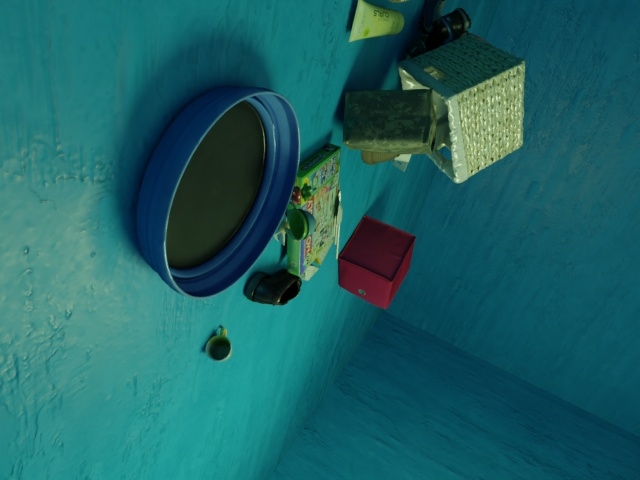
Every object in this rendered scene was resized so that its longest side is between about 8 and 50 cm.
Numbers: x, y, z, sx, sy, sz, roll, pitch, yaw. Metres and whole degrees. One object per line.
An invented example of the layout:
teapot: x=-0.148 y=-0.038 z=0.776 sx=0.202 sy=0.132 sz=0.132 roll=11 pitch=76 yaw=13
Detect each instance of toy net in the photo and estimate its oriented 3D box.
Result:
toy net: x=-0.081 y=-0.051 z=1.018 sx=0.045 sy=0.232 sz=0.122 roll=-12 pitch=88 yaw=-31

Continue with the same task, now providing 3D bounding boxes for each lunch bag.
lunch bag: x=0.210 y=-0.329 z=1.270 sx=0.287 sy=0.235 sz=0.169 roll=-9 pitch=103 yaw=-74

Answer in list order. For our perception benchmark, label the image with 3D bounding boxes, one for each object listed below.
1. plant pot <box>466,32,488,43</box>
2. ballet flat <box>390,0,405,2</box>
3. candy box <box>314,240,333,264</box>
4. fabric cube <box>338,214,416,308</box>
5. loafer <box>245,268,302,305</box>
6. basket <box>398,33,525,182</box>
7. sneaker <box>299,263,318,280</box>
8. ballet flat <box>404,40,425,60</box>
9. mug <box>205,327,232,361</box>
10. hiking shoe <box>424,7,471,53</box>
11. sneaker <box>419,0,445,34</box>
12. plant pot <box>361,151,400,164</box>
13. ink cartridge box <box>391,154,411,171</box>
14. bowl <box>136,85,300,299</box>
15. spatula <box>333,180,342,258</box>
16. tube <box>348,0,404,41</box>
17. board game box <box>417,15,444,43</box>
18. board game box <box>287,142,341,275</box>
plant pot: x=0.592 y=-0.707 z=1.907 sx=0.243 sy=0.274 sz=0.275 roll=-56 pitch=163 yaw=2
ballet flat: x=0.223 y=-0.778 z=0.935 sx=0.182 sy=0.163 sz=0.483 roll=-78 pitch=-178 yaw=-45
candy box: x=0.000 y=0.000 z=1.479 sx=0.105 sy=0.027 sz=0.206 roll=-59 pitch=161 yaw=-17
fabric cube: x=0.243 y=0.098 z=1.937 sx=0.259 sy=0.254 sz=0.258 roll=-56 pitch=161 yaw=-26
loafer: x=-0.107 y=0.147 z=1.251 sx=0.109 sy=0.095 sz=0.302 roll=-66 pitch=162 yaw=4
basket: x=0.457 y=-0.429 z=1.433 sx=0.266 sy=0.328 sz=0.331 roll=-25 pitch=133 yaw=-2
sneaker: x=-0.045 y=0.101 z=1.442 sx=0.061 sy=0.053 sz=0.152 roll=-61 pitch=163 yaw=-4
ballet flat: x=0.322 y=-0.619 z=1.539 sx=0.074 sy=0.074 sz=0.203 roll=-65 pitch=169 yaw=0
mug: x=-0.240 y=0.264 z=1.088 sx=0.078 sy=0.062 sz=0.064 roll=-52 pitch=167 yaw=-19
hiking shoe: x=0.404 y=-0.661 z=1.544 sx=0.132 sy=0.113 sz=0.304 roll=-22 pitch=155 yaw=-15
sneaker: x=0.388 y=-0.802 z=1.488 sx=0.083 sy=0.071 sz=0.191 roll=-56 pitch=169 yaw=-47
plant pot: x=0.245 y=-0.369 z=1.564 sx=0.237 sy=0.109 sz=0.237 roll=-53 pitch=158 yaw=-32
ink cartridge box: x=0.305 y=-0.378 z=1.699 sx=0.067 sy=0.115 sz=0.198 roll=5 pitch=116 yaw=-24
bowl: x=-0.168 y=-0.086 z=0.800 sx=0.391 sy=0.077 sz=0.391 roll=-55 pitch=160 yaw=-31
spatula: x=0.050 y=-0.068 z=1.417 sx=0.168 sy=0.019 sz=0.242 roll=-96 pitch=-172 yaw=-50
tube: x=0.139 y=-0.547 z=1.110 sx=0.240 sy=0.062 sz=0.070 roll=-34 pitch=104 yaw=-51
board game box: x=0.409 y=-0.729 z=1.661 sx=0.194 sy=0.045 sz=0.147 roll=-55 pitch=159 yaw=-29
board game box: x=-0.020 y=-0.084 z=1.236 sx=0.213 sy=0.046 sz=0.318 roll=-48 pitch=150 yaw=-46
